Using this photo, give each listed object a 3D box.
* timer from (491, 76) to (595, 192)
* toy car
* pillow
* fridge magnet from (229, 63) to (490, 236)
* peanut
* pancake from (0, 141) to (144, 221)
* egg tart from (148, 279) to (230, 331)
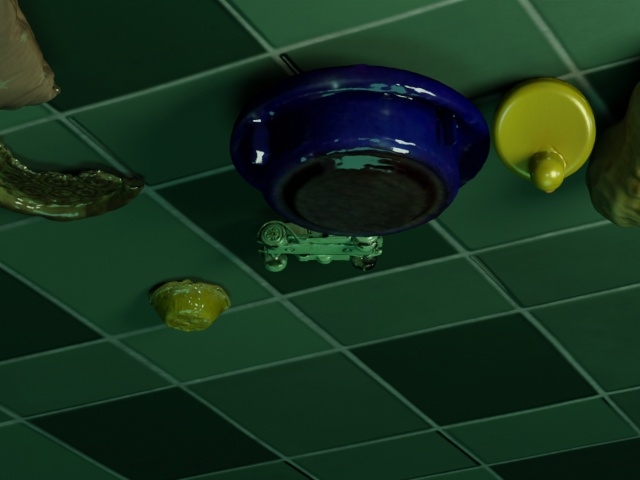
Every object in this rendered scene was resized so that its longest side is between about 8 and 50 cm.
[{"bbox_3d":[0.223,-0.107,1.933,0.107,0.107,0.109,-5,-164,8],"label":"timer"},{"bbox_3d":[0.000,0.000,2.200,0.143,0.054,0.073,-1,155,1],"label":"toy car"},{"bbox_3d":[-0.371,-0.177,1.800,0.236,0.084,0.223,-7,151,5],"label":"pillow"},{"bbox_3d":[0.040,-0.088,1.962,0.265,0.113,0.265,0,153,0],"label":"fridge magnet"},{"bbox_3d":[0.356,-0.104,1.937,0.130,0.130,0.290,4,154,-10],"label":"peanut"},{"bbox_3d":[-0.288,-0.066,2.094,0.190,0.020,0.184,-3,152,2],"label":"pancake"},{"bbox_3d":[-0.161,0.083,2.371,0.105,0.039,0.105,1,154,0],"label":"egg tart"}]
